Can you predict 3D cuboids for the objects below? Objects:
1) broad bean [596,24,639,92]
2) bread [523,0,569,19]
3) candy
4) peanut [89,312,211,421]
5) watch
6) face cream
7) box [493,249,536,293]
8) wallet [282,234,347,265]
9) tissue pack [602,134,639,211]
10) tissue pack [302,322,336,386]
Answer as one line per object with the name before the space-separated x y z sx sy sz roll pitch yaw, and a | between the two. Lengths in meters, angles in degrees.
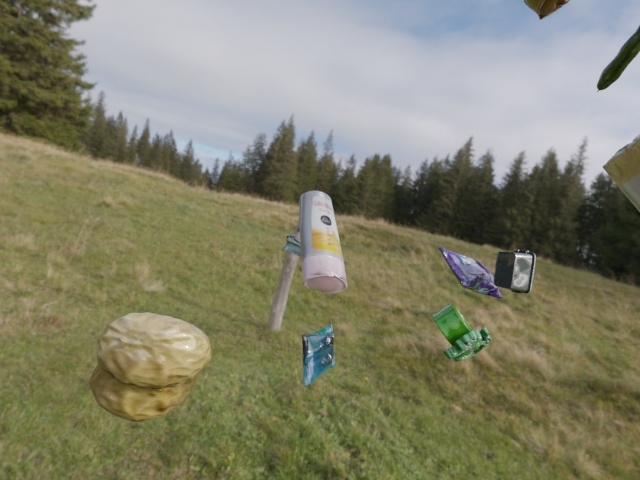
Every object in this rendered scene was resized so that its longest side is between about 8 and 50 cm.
broad bean | 0.804 -0.496 1.137 0.047 0.254 0.065 30 47 10
bread | 0.864 -0.941 1.576 0.148 0.270 0.270 49 16 12
candy | 0.456 0.100 1.324 0.275 0.070 0.145 16 37 -43
peanut | -0.314 0.236 0.806 0.197 0.233 0.110 16 31 -21
watch | 0.386 0.245 1.229 0.165 0.131 0.152 34 23 -51
face cream | 0.000 0.000 1.051 0.107 0.073 0.269 13 47 -21
box | 0.531 0.083 1.207 0.069 0.122 0.084 7 0 -21
wallet | -0.018 0.046 1.389 0.202 0.059 0.141 26 1 5
tissue pack | 0.677 -0.114 0.821 0.090 0.222 0.186 -22 -18 -24
tissue pack | 0.002 0.196 0.773 0.028 0.085 0.138 -6 -2 25
